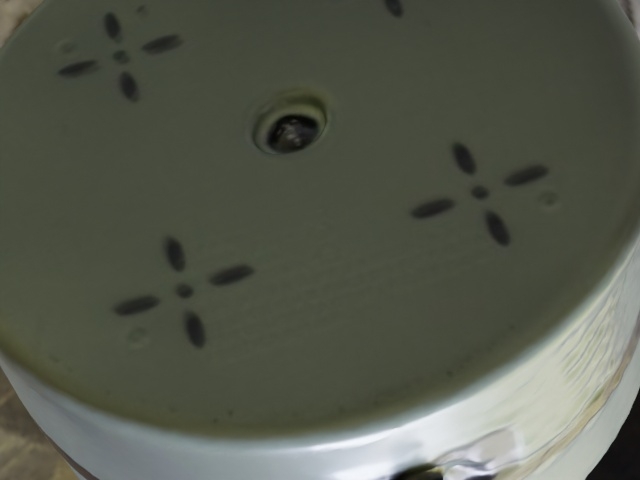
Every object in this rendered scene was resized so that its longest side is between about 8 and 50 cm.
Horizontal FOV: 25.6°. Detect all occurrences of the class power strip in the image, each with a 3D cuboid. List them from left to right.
[{"bbox_3d":[0.000,0.000,0.687,0.357,0.357,0.161,43,161,34],"label":"power strip"}]
